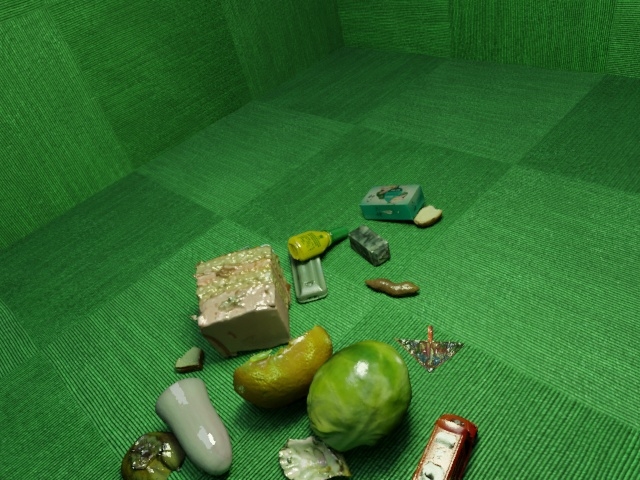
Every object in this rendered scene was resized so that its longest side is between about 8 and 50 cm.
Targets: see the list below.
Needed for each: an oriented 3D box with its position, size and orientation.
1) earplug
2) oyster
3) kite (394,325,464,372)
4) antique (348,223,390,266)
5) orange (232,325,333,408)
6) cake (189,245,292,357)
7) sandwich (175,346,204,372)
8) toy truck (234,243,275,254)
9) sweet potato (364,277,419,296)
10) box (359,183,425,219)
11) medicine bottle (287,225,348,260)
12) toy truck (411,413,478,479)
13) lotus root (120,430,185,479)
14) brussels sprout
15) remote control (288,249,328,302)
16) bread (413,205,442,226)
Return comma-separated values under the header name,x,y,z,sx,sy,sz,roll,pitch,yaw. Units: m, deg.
name,x,y,z,sx,sy,sz,roll,pitch,yaw
earplug,-0.365,0.583,1.515,0.172,0.172,0.301,-33,47,-20
oyster,-0.020,0.623,1.416,0.209,0.072,0.132,-21,56,19
kite,0.358,0.356,1.648,0.233,0.009,0.189,-2,41,17
antique,0.205,0.023,2.041,0.086,0.088,0.183,-31,41,-17
orange,-0.108,0.408,1.551,0.335,0.262,0.196,-21,55,-5
cake,-0.269,0.224,1.809,0.315,0.293,0.306,-19,44,3
sandwich,-0.478,0.437,1.817,0.105,0.035,0.093,-14,39,5
toy truck,-0.279,0.076,2.122,0.178,0.115,0.080,-25,39,-14
sweet potato,0.263,0.176,1.865,0.219,0.051,0.065,6,47,26
box,0.316,-0.169,2.199,0.245,0.092,0.153,3,42,36
medicine bottle,0.000,0.000,2.080,0.309,0.076,0.111,-20,73,-40
toy truck,0.332,0.568,1.319,0.108,0.114,0.252,12,47,32
lotus root,-0.523,0.662,1.532,0.204,0.077,0.183,-3,41,14
brussels sprout,0.114,0.445,1.422,0.268,0.344,0.344,39,61,19
remote control,-0.057,0.115,2.038,0.128,0.065,0.335,-17,38,2
bread,0.456,-0.102,2.143,0.129,0.044,0.126,-27,32,-7
